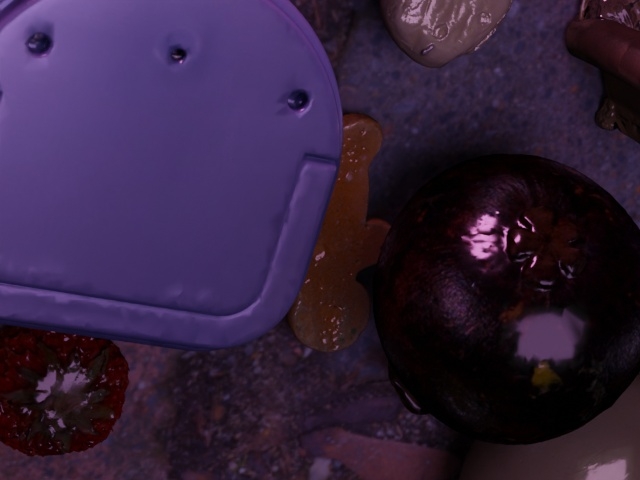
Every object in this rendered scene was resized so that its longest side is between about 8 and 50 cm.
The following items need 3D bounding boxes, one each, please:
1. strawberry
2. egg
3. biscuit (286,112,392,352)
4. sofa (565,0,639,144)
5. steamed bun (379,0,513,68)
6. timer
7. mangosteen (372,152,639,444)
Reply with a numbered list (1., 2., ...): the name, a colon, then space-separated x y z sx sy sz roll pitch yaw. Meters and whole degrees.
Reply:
1. strawberry: -0.243 0.136 1.647 0.145 0.086 0.145 -9 112 -22
2. egg: 0.253 0.232 1.843 0.254 0.188 0.188 -32 120 -3
3. biscuit: 0.000 0.000 1.731 0.153 0.030 0.234 -16 116 -17
4. sofa: 0.392 -0.194 1.730 0.258 0.200 0.182 -20 119 -14
5. steamed bun: 0.108 -0.229 1.652 0.130 0.091 0.112 -47 119 -2
6. timer: -0.166 -0.107 1.532 0.395 0.173 0.394 -8 113 -19
7. mangosteen: 0.179 0.061 1.708 0.288 0.288 0.288 -9 113 -21
